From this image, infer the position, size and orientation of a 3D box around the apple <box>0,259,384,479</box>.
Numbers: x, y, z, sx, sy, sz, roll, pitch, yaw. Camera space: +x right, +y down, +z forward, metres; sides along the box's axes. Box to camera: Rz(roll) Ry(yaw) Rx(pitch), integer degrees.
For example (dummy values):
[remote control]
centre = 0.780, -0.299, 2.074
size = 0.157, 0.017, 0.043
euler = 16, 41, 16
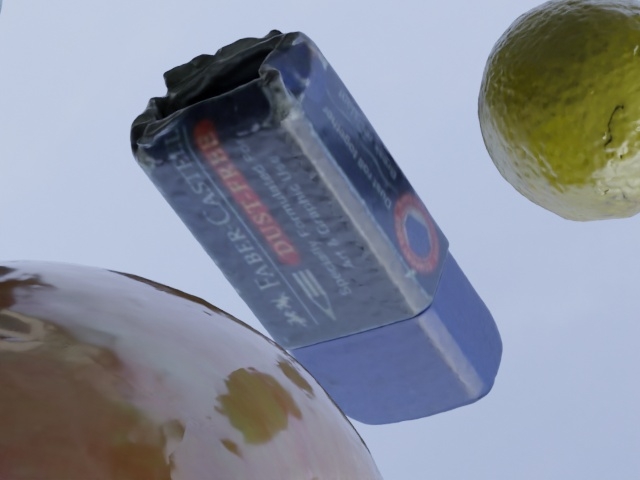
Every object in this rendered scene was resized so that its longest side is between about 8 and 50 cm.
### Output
[apple]
centre = -0.134, 0.198, 0.608
size = 0.346, 0.391, 0.391
euler = -8, -129, 18

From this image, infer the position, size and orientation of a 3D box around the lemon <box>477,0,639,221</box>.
[lemon]
centre = 0.129, -0.064, 0.743
size = 0.109, 0.109, 0.133
euler = -53, -147, -10

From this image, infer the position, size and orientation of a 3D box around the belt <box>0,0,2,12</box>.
[belt]
centre = -0.355, -0.199, 1.165
size = 0.207, 0.257, 0.150
euler = 5, -101, 38

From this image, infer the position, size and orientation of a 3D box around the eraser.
[eraser]
centre = 0.000, 0.000, 1.208
size = 0.155, 0.332, 0.101
euler = -18, -149, 31
